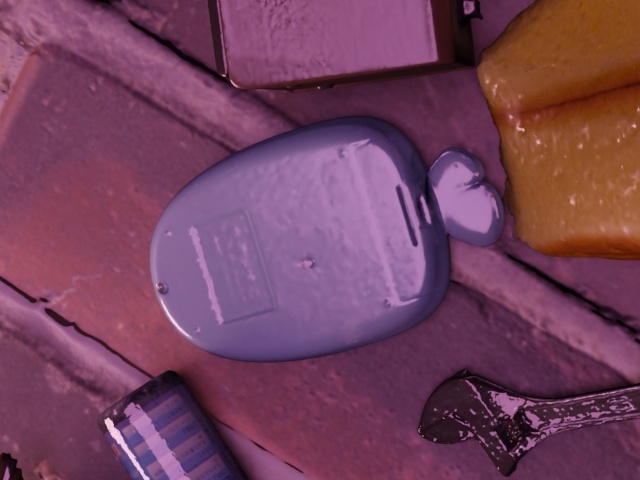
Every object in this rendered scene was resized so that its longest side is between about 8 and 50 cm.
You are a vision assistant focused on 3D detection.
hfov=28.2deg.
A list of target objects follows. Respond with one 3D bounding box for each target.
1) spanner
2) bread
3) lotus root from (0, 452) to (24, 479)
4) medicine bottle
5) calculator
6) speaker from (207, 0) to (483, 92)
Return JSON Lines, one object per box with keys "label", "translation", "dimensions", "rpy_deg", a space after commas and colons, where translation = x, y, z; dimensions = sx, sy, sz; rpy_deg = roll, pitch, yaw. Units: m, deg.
{"label": "spanner", "translation": [0.233, 0.127, 1.008], "dimensions": [0.325, 0.026, 0.093], "rpy_deg": [-13, 92, 19]}
{"label": "bread", "translation": [0.304, -0.101, 0.914], "dimensions": [0.245, 0.362, 0.233], "rpy_deg": [-2, 90, -26]}
{"label": "lotus root", "translation": [-0.246, 0.291, 1.094], "dimensions": [0.125, 0.118, 0.221], "rpy_deg": [-23, 86, -19]}
{"label": "medicine bottle", "translation": [-0.101, 0.211, 1.071], "dimensions": [0.083, 0.083, 0.203], "rpy_deg": [-36, 86, 13]}
{"label": "calculator", "translation": [0.000, 0.000, 1.052], "dimensions": [0.303, 0.042, 0.188], "rpy_deg": [-18, 90, 16]}
{"label": "speaker", "translation": [0.015, -0.233, 0.946], "dimensions": [0.192, 0.153, 0.231], "rpy_deg": [-7, 94, 14]}
